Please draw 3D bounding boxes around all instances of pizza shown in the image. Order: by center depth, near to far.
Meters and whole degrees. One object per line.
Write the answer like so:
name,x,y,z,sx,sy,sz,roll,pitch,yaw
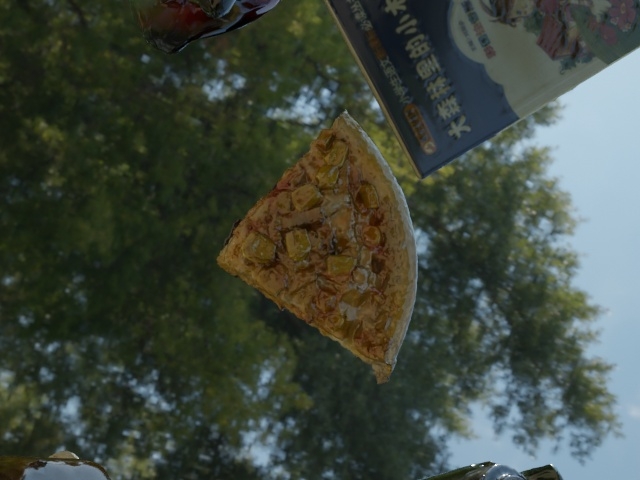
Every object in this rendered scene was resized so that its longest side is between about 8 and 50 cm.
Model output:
pizza,0.000,0.000,0.647,0.041,0.131,0.178,137,-43,-74

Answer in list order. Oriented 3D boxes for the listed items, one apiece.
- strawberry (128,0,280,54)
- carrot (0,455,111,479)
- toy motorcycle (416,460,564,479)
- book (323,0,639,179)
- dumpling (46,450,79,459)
strawberry,-0.017,-0.234,0.369,0.233,0.138,0.306,103,11,-67
carrot,-0.139,0.121,0.326,0.082,0.173,0.082,4,-83,39
toy motorcycle,0.057,0.252,0.585,0.205,0.127,0.275,-26,-146,35
book,0.186,-0.239,1.065,0.322,0.228,0.018,-32,-168,-11
dumpling,-0.211,0.209,0.822,0.076,0.052,0.057,88,-16,-46
